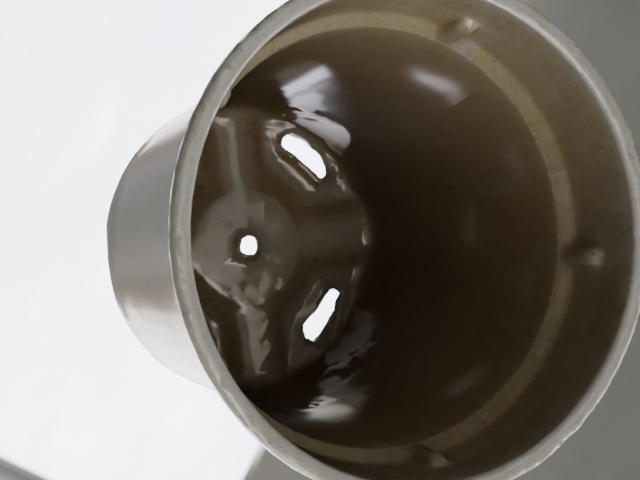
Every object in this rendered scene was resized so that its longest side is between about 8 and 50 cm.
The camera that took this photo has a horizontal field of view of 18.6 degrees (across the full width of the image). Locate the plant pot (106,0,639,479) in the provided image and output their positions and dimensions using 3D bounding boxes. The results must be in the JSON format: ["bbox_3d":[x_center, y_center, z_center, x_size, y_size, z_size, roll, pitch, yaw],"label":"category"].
[{"bbox_3d":[0.000,0.000,1.345,0.305,0.334,0.334,-3,-120,65],"label":"plant pot"}]
